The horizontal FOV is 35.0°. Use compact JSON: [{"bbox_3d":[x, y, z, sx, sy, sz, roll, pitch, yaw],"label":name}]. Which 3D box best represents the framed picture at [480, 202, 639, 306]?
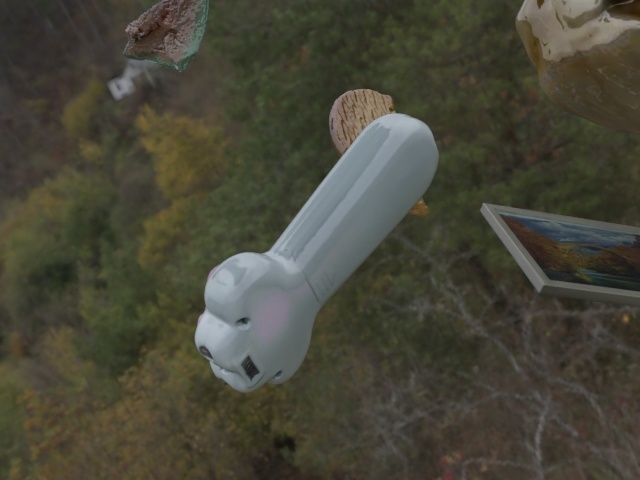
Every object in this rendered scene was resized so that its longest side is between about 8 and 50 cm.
[{"bbox_3d":[0.324,0.022,1.163,0.250,0.016,0.184,9,28,-19],"label":"framed picture"}]

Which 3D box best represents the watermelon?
[{"bbox_3d":[-0.216,-0.315,1.504,0.155,0.101,0.080,-46,-17,-5],"label":"watermelon"}]

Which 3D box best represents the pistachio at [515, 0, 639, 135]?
[{"bbox_3d":[0.470,-0.268,1.282,0.445,0.281,0.365,3,3,17],"label":"pistachio"}]

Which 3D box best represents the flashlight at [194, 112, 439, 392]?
[{"bbox_3d":[0.000,0.000,0.603,0.047,0.093,0.200,24,64,36],"label":"flashlight"}]

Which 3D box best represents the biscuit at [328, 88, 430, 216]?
[{"bbox_3d":[0.072,-0.126,1.393,0.033,0.144,0.224,-48,44,37],"label":"biscuit"}]
